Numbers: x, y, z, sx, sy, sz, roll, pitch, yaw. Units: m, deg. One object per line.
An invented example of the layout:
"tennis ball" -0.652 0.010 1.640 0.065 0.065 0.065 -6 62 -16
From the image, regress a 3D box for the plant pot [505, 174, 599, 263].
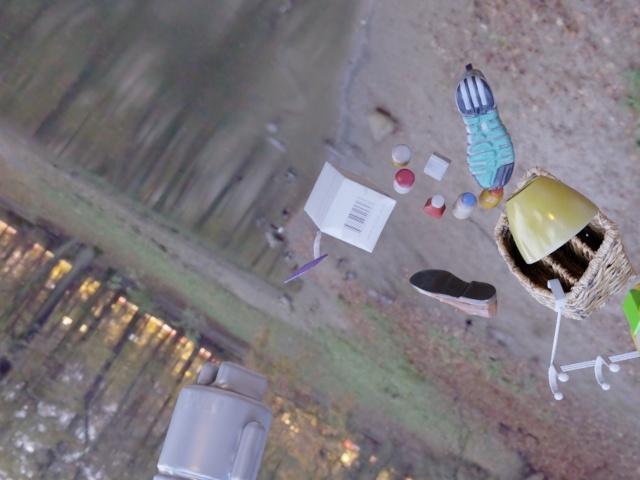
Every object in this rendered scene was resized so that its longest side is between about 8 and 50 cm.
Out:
"plant pot" 0.338 -0.043 1.184 0.095 0.134 0.134 50 169 3

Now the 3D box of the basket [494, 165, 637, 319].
"basket" 0.532 0.013 1.783 0.223 0.213 0.299 47 -176 -46

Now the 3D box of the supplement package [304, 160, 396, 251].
"supplement package" 0.050 -0.065 1.408 0.105 0.105 0.179 22 -170 -16

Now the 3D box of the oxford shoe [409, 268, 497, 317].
"oxford shoe" 0.279 0.118 1.646 0.212 0.076 0.076 19 140 42

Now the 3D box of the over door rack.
"over door rack" 0.611 0.208 1.653 0.108 0.239 0.324 -101 -2 -53

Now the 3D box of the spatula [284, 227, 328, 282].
"spatula" 0.000 0.000 1.734 0.084 0.296 0.030 -28 112 34

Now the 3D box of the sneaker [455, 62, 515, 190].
"sneaker" 0.295 -0.202 1.378 0.083 0.098 0.224 -8 122 16

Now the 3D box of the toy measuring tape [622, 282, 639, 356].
"toy measuring tape" 0.618 0.194 1.335 0.121 0.121 0.330 39 -149 -29

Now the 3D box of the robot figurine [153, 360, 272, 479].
"robot figurine" -0.219 0.428 1.579 0.200 0.353 0.300 27 155 -30

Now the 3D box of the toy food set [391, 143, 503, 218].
"toy food set" 0.233 -0.112 1.506 0.232 0.111 0.104 31 173 7
